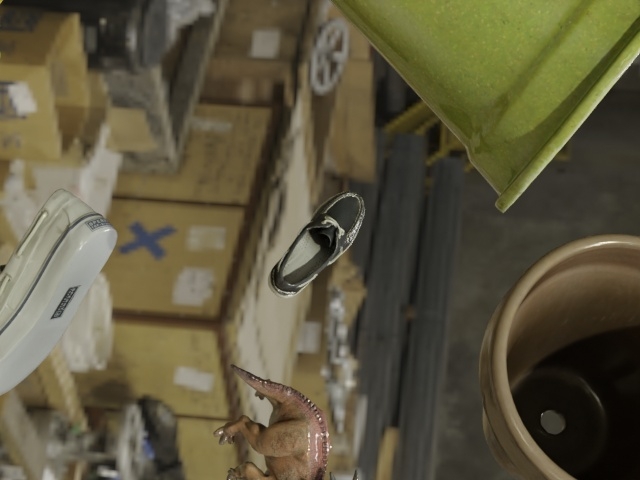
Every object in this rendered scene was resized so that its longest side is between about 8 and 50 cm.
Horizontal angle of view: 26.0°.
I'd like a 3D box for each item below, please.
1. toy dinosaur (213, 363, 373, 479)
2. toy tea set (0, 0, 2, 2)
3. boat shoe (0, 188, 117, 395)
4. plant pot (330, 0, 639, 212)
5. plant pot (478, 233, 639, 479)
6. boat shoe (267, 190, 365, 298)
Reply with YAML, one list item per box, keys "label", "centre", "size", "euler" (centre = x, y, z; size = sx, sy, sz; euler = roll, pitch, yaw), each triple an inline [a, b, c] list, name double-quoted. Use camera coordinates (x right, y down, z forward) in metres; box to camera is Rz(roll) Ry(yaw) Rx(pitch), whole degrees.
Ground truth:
- label: "toy dinosaur"
  centre: [-0.025, 0.291, 1.863]
  size: [0.127, 0.200, 0.295]
  euler: [-25, 111, -39]
- label: "toy tea set"
  centre: [-0.365, -0.115, 1.215]
  size: [0.124, 0.200, 0.336]
  euler: [40, 79, -35]
- label: "boat shoe"
  centre: [-0.325, 0.062, 1.518]
  size: [0.267, 0.088, 0.096]
  euler: [-55, 160, 24]
- label: "plant pot"
  centre: [0.143, -0.208, 1.161]
  size: [0.276, 0.254, 0.276]
  euler: [-50, 177, -4]
- label: "plant pot"
  centre: [0.260, 0.155, 1.343]
  size: [0.229, 0.263, 0.263]
  euler: [116, -17, -66]
- label: "boat shoe"
  centre: [0.000, 0.000, 1.263]
  size: [0.125, 0.046, 0.038]
  euler: [-45, 180, -20]
